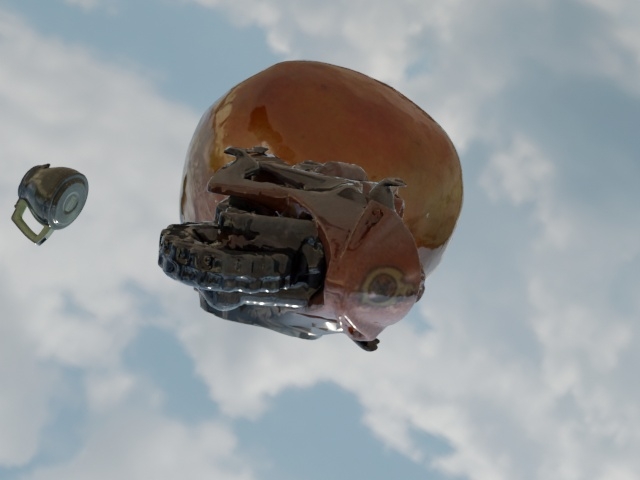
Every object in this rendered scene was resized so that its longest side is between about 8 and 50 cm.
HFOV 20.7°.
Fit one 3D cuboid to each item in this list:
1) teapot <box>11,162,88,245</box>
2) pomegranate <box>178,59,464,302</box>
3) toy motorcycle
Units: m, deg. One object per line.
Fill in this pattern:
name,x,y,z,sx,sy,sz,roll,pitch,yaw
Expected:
teapot,-0.285,-0.041,1.820,0.057,0.088,0.066,27,175,25
pomegranate,0.008,-0.029,1.546,0.252,0.229,0.270,-2,-149,-45
toy motorcycle,0.000,0.000,0.860,0.118,0.084,0.212,9,-167,11
